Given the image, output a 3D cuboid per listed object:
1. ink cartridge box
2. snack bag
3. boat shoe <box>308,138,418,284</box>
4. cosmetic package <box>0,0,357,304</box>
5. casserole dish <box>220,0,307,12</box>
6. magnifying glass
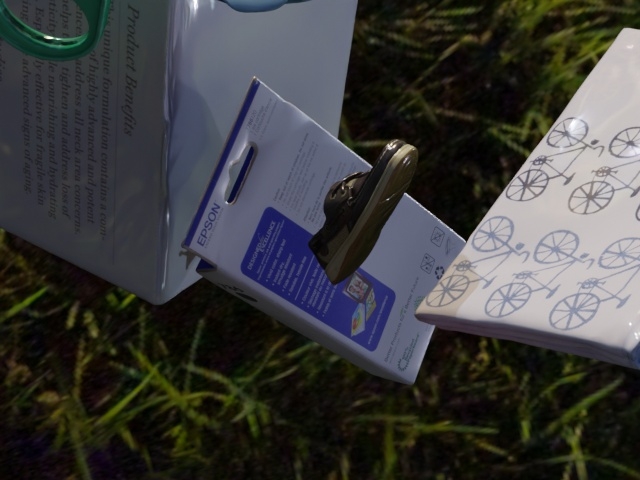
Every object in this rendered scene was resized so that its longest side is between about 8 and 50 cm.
[{"bbox_3d":[0.000,0.000,1.039,0.332,0.065,0.165,36,71,-41],"label":"ink cartridge box"},{"bbox_3d":[0.268,-0.035,0.692,0.323,0.342,0.037,-49,126,-25],"label":"snack bag"},{"bbox_3d":[0.025,-0.025,0.845,0.049,0.152,0.056,40,46,12],"label":"boat shoe"},{"bbox_3d":[-0.214,-0.198,1.181,0.393,0.329,0.327,24,35,24],"label":"cosmetic package"},{"bbox_3d":[-0.028,-0.238,0.778,0.037,0.114,0.188,42,52,-64],"label":"casserole dish"},{"bbox_3d":[-0.168,-0.192,0.803,0.092,0.231,0.026,35,52,-29],"label":"magnifying glass"}]
